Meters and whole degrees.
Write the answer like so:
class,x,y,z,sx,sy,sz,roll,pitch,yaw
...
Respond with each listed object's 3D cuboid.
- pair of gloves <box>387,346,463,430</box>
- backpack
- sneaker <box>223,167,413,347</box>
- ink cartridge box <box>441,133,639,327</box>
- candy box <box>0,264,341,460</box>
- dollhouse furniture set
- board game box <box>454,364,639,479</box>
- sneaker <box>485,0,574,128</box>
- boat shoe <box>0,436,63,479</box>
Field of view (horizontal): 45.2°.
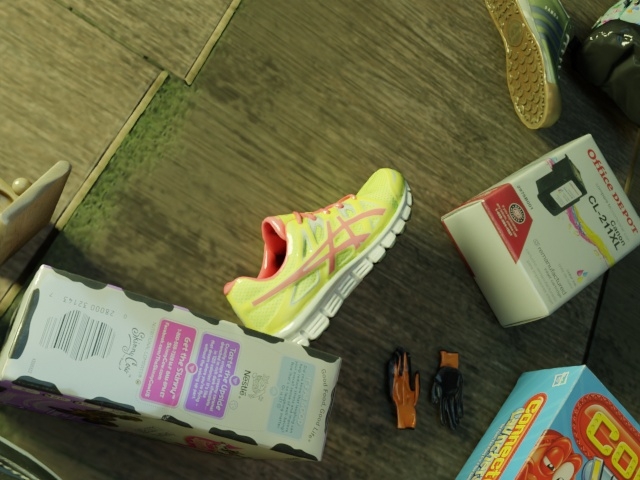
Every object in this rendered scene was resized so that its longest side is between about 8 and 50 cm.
class,x,y,z,sx,sy,sz,roll,pitch,yaw
pair of gloves,0.096,0.135,0.700,0.083,0.010,0.074,8,71,-27
backpack,0.395,-0.231,0.897,0.152,0.115,0.182,46,58,-5
sneaker,0.000,0.000,0.652,0.094,0.081,0.208,43,62,-7
ink cartridge box,0.228,-0.013,0.773,0.175,0.072,0.127,-30,89,-30
candy box,-0.111,0.094,0.519,0.196,0.165,0.070,20,68,-20
dollhouse furniture set,-0.276,-0.033,0.497,0.151,0.123,0.144,44,61,-9
board game box,0.230,0.324,0.668,0.308,0.086,0.302,46,61,-7
sneaker,0.248,-0.216,0.846,0.086,0.064,0.192,-7,75,-23
boat shoe,-0.153,0.212,0.478,0.335,0.119,0.121,43,44,-15
